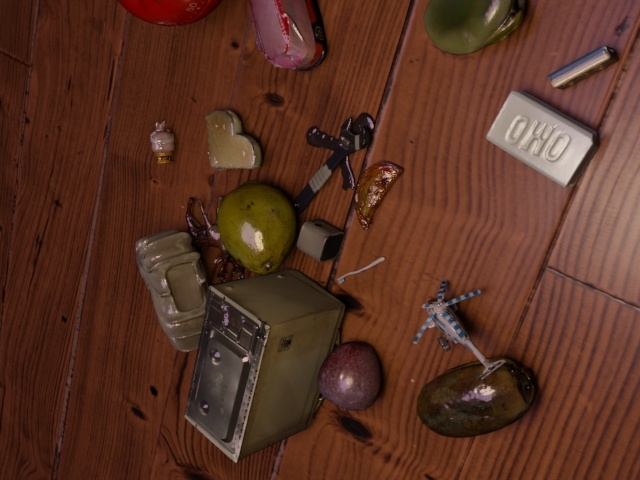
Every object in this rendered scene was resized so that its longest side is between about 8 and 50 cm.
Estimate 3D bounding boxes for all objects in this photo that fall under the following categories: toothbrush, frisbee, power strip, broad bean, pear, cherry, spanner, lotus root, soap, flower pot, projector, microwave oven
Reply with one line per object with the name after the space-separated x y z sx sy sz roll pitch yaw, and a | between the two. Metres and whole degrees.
0.102 0.073 1.744 0.162 0.014 0.017 -32 64 36 | toothbrush
0.059 -0.217 1.729 0.211 0.012 0.187 -13 90 38 | frisbee
0.510 -0.334 1.335 0.123 0.056 0.032 -27 79 37 | power strip
0.320 -0.472 1.442 0.228 0.100 0.169 28 106 44 | broad bean
-0.162 -0.037 1.804 0.212 0.212 0.269 -44 44 34 | pear
0.076 0.341 1.727 0.176 0.140 0.176 -7 80 46 | cherry
0.015 -0.184 1.750 0.087 0.024 0.316 55 127 18 | spanner
0.334 0.355 1.524 0.275 0.152 0.160 -29 92 39 | lotus root
0.452 -0.207 1.396 0.198 0.067 0.119 39 120 26 | soap
-0.420 0.152 2.024 0.254 0.165 0.367 -2 106 63 | flower pot
0.000 0.000 1.765 0.082 0.083 0.083 30 114 30 | projector
-0.150 0.302 1.782 0.247 0.333 0.394 30 115 35 | microwave oven

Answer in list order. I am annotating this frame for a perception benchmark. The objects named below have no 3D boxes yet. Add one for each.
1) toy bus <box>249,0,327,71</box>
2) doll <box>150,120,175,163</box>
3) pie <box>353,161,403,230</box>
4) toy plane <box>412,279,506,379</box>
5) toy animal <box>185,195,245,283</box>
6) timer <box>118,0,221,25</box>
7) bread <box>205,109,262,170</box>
-0.090 -0.572 1.708 0.128 0.147 0.302 -16 86 44 | toy bus
-0.483 -0.300 2.101 0.084 0.073 0.127 -158 63 -67 | doll
0.122 -0.120 1.686 0.088 0.033 0.191 45 122 28 | pie
0.315 0.202 1.508 0.273 0.182 0.107 27 157 45 | toy plane
-0.315 0.000 2.025 0.244 0.087 0.259 3 104 52 | toy animal
-0.399 -0.764 1.826 0.378 0.279 0.377 9 105 36 | timer
-0.247 -0.256 1.926 0.232 0.064 0.172 49 123 23 | bread
